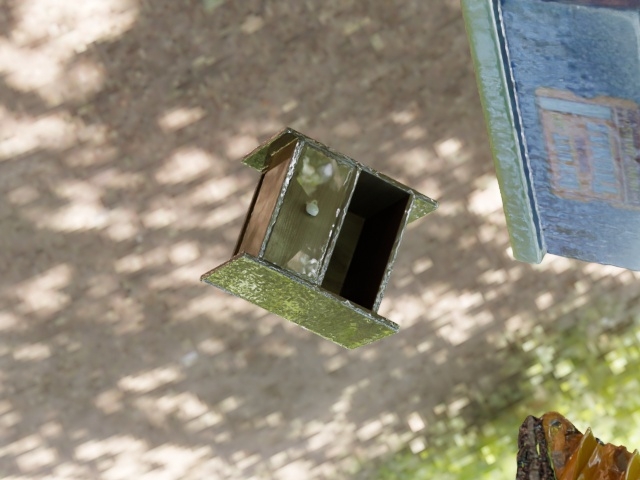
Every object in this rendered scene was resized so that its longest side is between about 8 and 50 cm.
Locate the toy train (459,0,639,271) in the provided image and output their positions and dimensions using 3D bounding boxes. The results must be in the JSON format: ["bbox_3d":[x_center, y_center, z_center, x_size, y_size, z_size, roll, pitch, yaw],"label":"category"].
[{"bbox_3d":[0.200,-0.084,0.964,0.131,0.202,0.299,-63,152,-31],"label":"toy train"}]

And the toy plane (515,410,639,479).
[{"bbox_3d":[0.227,0.335,1.488,0.316,0.204,0.103,-63,155,-7],"label":"toy plane"}]

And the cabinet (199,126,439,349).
[{"bbox_3d":[0.000,0.000,1.832,0.215,0.175,0.148,26,158,-16],"label":"cabinet"}]
